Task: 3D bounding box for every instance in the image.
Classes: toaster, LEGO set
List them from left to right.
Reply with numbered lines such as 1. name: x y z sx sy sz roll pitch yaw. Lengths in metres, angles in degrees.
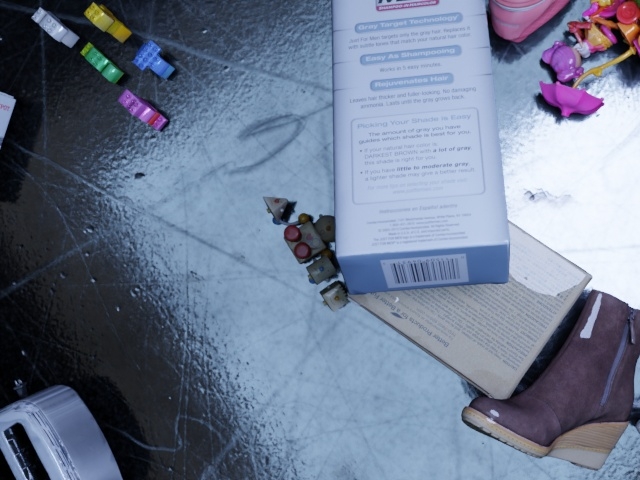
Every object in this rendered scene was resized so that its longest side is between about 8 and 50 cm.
1. toaster: -0.357 0.282 1.256 0.129 0.146 0.227 -28 85 6
2. LEGO set: -0.280 -0.255 1.278 0.227 0.093 0.087 42 95 7

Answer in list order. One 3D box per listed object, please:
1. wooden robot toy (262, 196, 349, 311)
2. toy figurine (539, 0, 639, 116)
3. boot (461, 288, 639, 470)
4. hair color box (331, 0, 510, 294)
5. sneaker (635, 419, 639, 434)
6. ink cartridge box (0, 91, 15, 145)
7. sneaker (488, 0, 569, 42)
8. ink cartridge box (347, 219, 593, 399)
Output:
1. wooden robot toy: 0.000 0.000 1.250 0.079 0.076 0.173 -32 85 -4
2. toy figurine: 0.335 -0.230 1.192 0.159 0.130 0.173 -35 63 16
3. boot: 0.284 0.153 1.151 0.248 0.090 0.207 20 88 -34
4. hair color box: 0.111 -0.133 1.139 0.185 0.113 0.374 -5 64 8
5. sneaker: 0.515 0.248 1.153 0.256 0.094 0.151 -12 82 6
6. ink cartridge box: -0.479 -0.136 1.298 0.063 0.109 0.150 19 92 12
7. sneaker: 0.294 -0.371 1.196 0.116 0.136 0.314 33 71 20
8. ink cartridge box: 0.182 0.055 1.209 0.235 0.088 0.193 35 96 5
